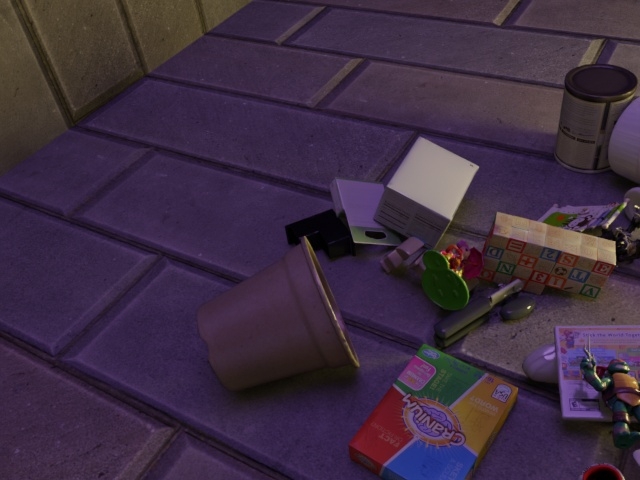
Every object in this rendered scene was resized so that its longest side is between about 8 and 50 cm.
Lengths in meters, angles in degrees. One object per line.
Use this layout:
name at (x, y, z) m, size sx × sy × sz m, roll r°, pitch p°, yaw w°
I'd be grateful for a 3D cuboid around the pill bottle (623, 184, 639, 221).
pill bottle at (0.973, -0.124, 1.783) m, size 0.209 × 0.119 × 0.119 m, roll -21°, pitch 43°, yaw -13°

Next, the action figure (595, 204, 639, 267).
action figure at (0.848, -0.014, 1.672) m, size 0.276 × 0.140 × 0.164 m, roll 0°, pitch 44°, yaw 5°

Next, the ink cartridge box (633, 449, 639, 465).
ink cartridge box at (0.730, 0.520, 1.116) m, size 0.207 × 0.119 × 0.353 m, roll -17°, pitch 43°, yaw -6°

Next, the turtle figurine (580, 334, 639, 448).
turtle figurine at (0.603, 0.294, 1.242) m, size 0.175 × 0.118 × 0.234 m, roll -5°, pitch 43°, yaw 10°

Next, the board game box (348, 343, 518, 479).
board game box at (0.248, 0.397, 1.379) m, size 0.242 × 0.064 × 0.316 m, roll 22°, pitch 50°, yaw 30°

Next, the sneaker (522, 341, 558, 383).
sneaker at (0.606, 0.306, 1.384) m, size 0.293 × 0.108 × 0.169 m, roll -6°, pitch 39°, yaw 2°

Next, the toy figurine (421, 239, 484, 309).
toy figurine at (0.341, 0.059, 1.589) m, size 0.130 × 0.173 × 0.159 m, roll -3°, pitch 28°, yaw 47°

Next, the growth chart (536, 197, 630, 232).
growth chart at (0.717, -0.063, 1.777) m, size 0.237 × 0.021 × 0.172 m, roll -1°, pitch 31°, yaw 47°

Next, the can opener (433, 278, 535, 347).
can opener at (0.408, 0.183, 1.580) m, size 0.280 × 0.074 × 0.093 m, roll -24°, pitch 45°, yaw -16°

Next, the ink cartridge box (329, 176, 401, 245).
ink cartridge box at (0.131, -0.076, 1.879) m, size 0.171 × 0.056 × 0.235 m, roll 4°, pitch 58°, yaw -28°

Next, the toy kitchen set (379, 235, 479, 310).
toy kitchen set at (0.289, 0.086, 1.720) m, size 0.122 × 0.166 × 0.207 m, roll -35°, pitch 84°, yaw -25°

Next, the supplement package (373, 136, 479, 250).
supplement package at (0.309, -0.142, 1.858) m, size 0.204 × 0.145 × 0.262 m, roll 29°, pitch 50°, yaw 8°

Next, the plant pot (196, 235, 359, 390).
plant pot at (-0.111, 0.202, 1.505) m, size 0.306 × 0.333 × 0.333 m, roll -23°, pitch 43°, yaw 1°

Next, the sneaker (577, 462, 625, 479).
sneaker at (0.454, 0.517, 1.149) m, size 0.270 × 0.145 × 0.090 m, roll -34°, pitch 48°, yaw -25°

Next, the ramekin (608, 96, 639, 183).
ramekin at (0.975, -0.294, 1.865) m, size 0.277 × 0.277 × 0.135 m, roll -30°, pitch 39°, yaw -22°

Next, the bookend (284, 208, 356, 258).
bookend at (0.000, 0.000, 1.854) m, size 0.156 × 0.072 × 0.157 m, roll -21°, pitch 43°, yaw -14°

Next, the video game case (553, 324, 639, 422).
video game case at (0.619, 0.277, 1.336) m, size 0.227 × 0.026 × 0.206 m, roll -3°, pitch 59°, yaw 16°

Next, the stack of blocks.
stack of blocks at (0.569, 0.051, 1.621) m, size 0.297 × 0.171 × 0.087 m, roll 15°, pitch 47°, yaw 10°

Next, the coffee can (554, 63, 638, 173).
coffee can at (0.844, -0.375, 1.966) m, size 0.202 × 0.275 × 0.201 m, roll -5°, pitch 42°, yaw 4°
